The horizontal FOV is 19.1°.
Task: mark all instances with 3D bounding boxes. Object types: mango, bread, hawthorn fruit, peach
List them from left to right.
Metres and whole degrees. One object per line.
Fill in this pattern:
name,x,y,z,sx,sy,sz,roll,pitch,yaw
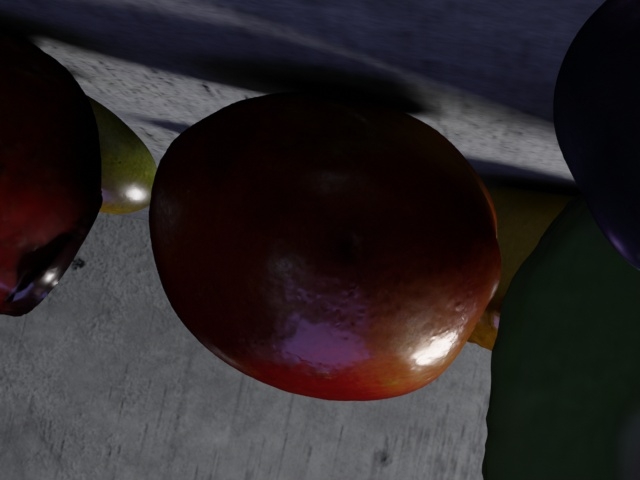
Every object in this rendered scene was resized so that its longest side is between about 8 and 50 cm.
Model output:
hawthorn fruit,-0.268,-0.053,1.281,0.249,0.215,0.215,10,177,-22
mango,-0.249,-0.081,1.480,0.267,0.111,0.133,12,161,12
peach,0.000,0.000,1.254,0.243,0.199,0.243,16,168,4
bread,0.225,0.045,1.596,0.270,0.148,0.270,12,177,1

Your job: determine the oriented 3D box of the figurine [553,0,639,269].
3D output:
figurine,0.198,-0.039,0.712,0.222,0.145,0.145,2,180,-17

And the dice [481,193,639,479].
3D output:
dice,0.307,0.121,1.140,0.318,0.330,0.322,9,179,-42
